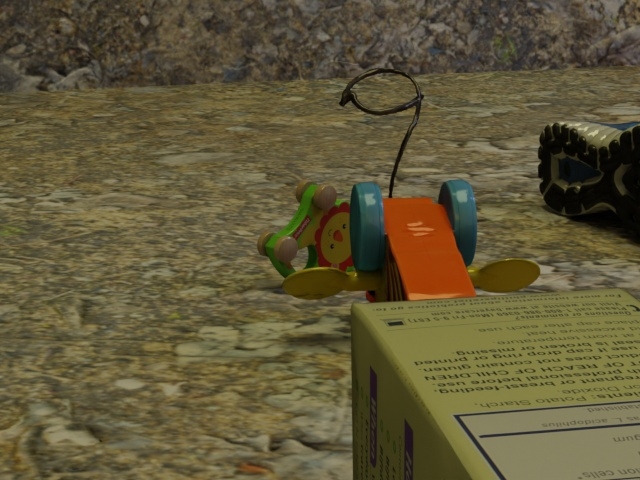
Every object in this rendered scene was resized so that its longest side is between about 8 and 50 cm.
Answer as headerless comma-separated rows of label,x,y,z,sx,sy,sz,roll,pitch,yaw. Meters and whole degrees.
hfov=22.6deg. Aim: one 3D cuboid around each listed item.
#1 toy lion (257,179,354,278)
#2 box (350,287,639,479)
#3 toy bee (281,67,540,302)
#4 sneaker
toy lion,0.000,0.000,1.457,0.034,0.096,0.100,15,60,46
box,0.089,0.150,0.549,0.117,0.214,0.243,-3,14,-9
toy bee,0.081,0.015,1.307,0.195,0.162,0.298,11,40,10
sneaker,0.364,-0.072,1.644,0.147,0.130,0.330,-9,16,-24
